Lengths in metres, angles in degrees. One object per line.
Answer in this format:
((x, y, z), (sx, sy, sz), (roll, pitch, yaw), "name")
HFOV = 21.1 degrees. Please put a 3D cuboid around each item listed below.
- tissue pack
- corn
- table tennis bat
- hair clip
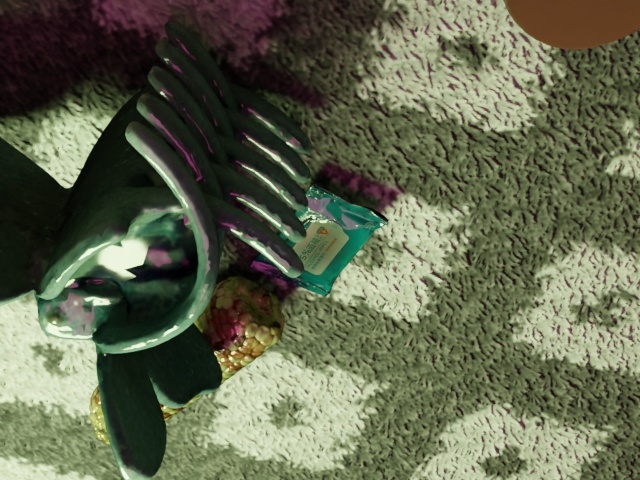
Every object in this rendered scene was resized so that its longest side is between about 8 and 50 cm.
((0.000, 0.000, 1.631), (0.085, 0.028, 0.138), (24, 133, -16), "tissue pack")
((-0.141, 0.122, 1.707), (0.086, 0.086, 0.253), (35, 125, -28), "corn")
((0.264, -0.240, 1.413), (0.246, 0.022, 0.138), (-26, 128, 25), "table tennis bat")
((-0.153, -0.015, 1.413), (0.238, 0.318, 0.392), (-40, 107, 17), "hair clip")
